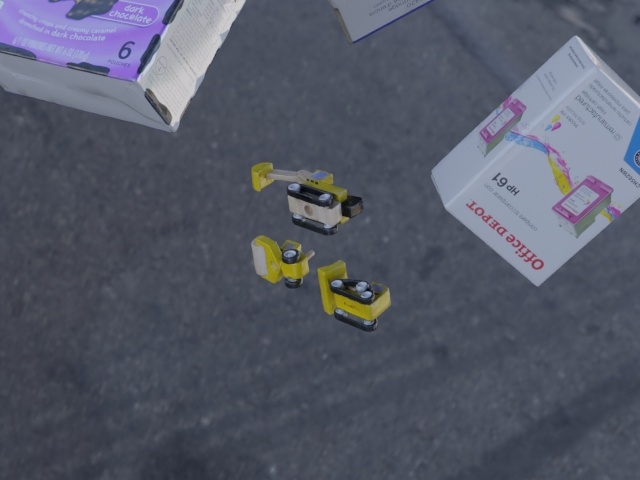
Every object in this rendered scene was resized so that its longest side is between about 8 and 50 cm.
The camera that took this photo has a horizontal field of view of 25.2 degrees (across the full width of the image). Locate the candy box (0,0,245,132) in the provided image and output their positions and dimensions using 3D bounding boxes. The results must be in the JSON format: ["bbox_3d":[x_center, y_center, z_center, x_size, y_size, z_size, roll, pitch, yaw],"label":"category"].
[{"bbox_3d":[-0.141,-0.191,1.042,0.164,0.070,0.196,15,68,29],"label":"candy box"}]

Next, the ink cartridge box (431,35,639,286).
[{"bbox_3d":[0.140,-0.045,0.854,0.088,0.122,0.052,38,20,-25],"label":"ink cartridge box"}]

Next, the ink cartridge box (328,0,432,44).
[{"bbox_3d":[0.114,-0.330,1.245,0.303,0.307,0.072,-28,70,2],"label":"ink cartridge box"}]

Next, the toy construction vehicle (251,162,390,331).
[{"bbox_3d":[0.000,0.000,0.851,0.098,0.086,0.035,19,40,41],"label":"toy construction vehicle"}]
